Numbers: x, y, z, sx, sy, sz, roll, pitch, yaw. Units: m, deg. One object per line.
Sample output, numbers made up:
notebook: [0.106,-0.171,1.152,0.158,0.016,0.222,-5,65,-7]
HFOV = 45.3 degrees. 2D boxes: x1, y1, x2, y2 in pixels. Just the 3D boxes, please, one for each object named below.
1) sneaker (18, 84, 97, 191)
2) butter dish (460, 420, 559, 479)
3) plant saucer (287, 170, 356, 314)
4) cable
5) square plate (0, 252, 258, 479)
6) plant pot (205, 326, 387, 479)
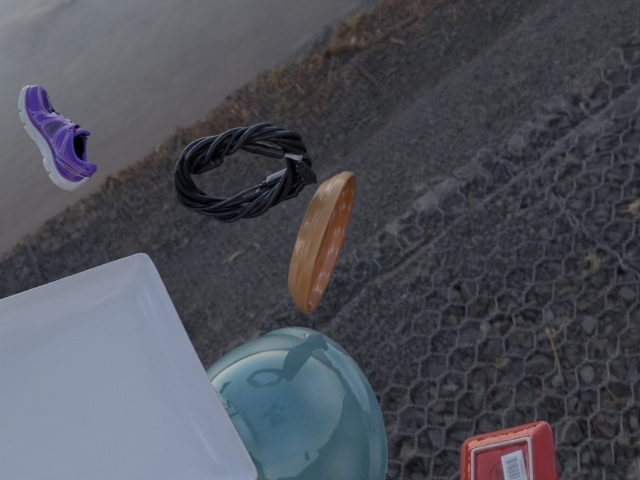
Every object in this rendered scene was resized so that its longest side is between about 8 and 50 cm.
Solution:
sneaker: [-0.360,-0.150,1.073,0.071,0.068,0.170,-33,78,8]
butter dish: [0.303,0.377,1.164,0.159,0.118,0.160,-25,39,34]
plant saucer: [0.000,0.000,1.033,0.037,0.200,0.200,18,64,10]
cable: [-0.102,-0.080,0.944,0.184,0.150,0.047,-14,61,14]
square plate: [-0.299,0.206,0.887,0.347,0.049,0.344,-20,60,-24]
plant pot: [-0.086,0.274,1.018,0.293,0.196,0.293,5,97,43]
